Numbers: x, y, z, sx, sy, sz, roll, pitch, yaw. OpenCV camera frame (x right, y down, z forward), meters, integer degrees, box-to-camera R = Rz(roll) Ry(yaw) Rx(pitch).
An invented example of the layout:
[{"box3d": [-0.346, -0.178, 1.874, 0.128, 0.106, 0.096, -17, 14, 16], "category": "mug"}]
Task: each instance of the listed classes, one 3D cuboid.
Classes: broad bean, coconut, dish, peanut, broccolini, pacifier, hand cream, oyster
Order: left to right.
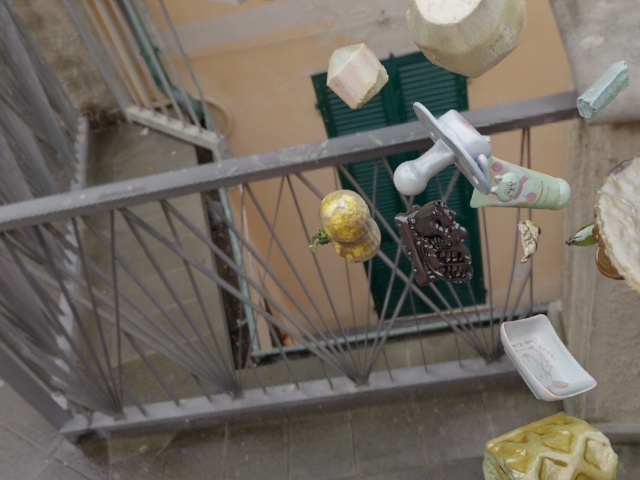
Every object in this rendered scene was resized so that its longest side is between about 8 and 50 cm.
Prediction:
[{"box3d": [0.000, 0.000, 1.587, 0.054, 0.239, 0.051, 38, 100, 2], "category": "broccolini"}, {"box3d": [0.053, -0.020, 1.049, 0.087, 0.206, 0.087, -5, 67, 12], "category": "peanut"}, {"box3d": [0.070, -0.351, 1.310, 0.116, 0.122, 0.116, -43, 12, 11], "category": "coconut"}, {"box3d": [0.274, -0.186, 1.476, 0.226, 0.238, 0.287, -34, 57, 5], "category": "pacifier"}, {"box3d": [0.453, -0.686, 1.936, 0.346, 0.360, 0.346, -8, 74, 29], "category": "coconut"}, {"box3d": [0.550, -0.145, 1.717, 0.306, 0.147, 0.093, 6, 19, -24], "category": "hand cream"}, {"box3d": [0.319, -0.006, 0.953, 0.034, 0.051, 0.093, -2, 52, 21], "category": "oyster"}, {"box3d": [0.517, 0.285, 1.467, 0.151, 0.077, 0.212, -6, 48, -27], "category": "dish"}, {"box3d": [0.773, -0.030, 1.731, 0.214, 0.070, 0.048, -20, 26, -2], "category": "broad bean"}]

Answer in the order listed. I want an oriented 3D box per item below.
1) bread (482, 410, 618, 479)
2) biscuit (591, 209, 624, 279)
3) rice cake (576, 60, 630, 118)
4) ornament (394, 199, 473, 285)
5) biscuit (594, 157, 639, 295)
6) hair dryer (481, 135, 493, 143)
[{"box3d": [0.485, 0.503, 1.354, 0.252, 0.196, 0.238, -19, 6, -8], "category": "bread"}, {"box3d": [0.492, -0.012, 1.037, 0.026, 0.124, 0.175, 14, 44, -9], "category": "biscuit"}, {"box3d": [0.795, -0.418, 1.752, 0.206, 0.069, 0.063, -45, 35, -17], "category": "rice cake"}, {"box3d": [0.321, 0.008, 1.617, 0.106, 0.251, 0.260, -27, 12, -23], "category": "ornament"}, {"box3d": [0.391, -0.037, 0.737, 0.250, 0.032, 0.133, -35, 75, -33], "category": "biscuit"}, {"box3d": [0.408, -0.276, 1.736, 0.137, 0.082, 0.047, 8, 47, 24], "category": "hair dryer"}]
